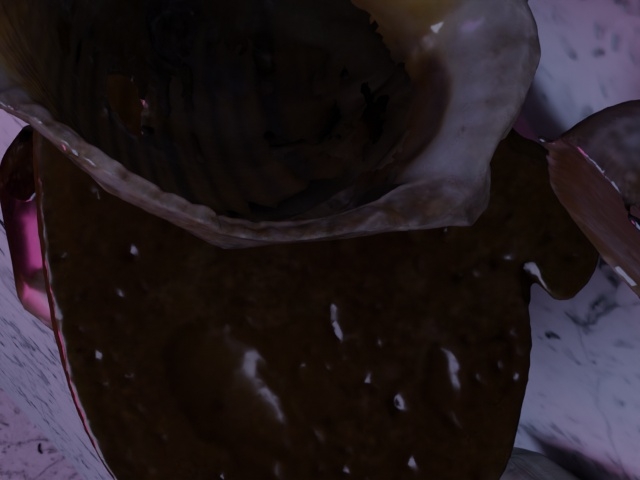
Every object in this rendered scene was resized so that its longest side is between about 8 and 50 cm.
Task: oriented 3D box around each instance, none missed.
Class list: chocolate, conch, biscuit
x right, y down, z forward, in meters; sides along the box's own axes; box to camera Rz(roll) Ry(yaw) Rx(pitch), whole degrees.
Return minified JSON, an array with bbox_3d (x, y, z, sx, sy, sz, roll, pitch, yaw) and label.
[{"bbox_3d":[0.217,0.029,0.733,0.261,0.083,0.161,49,178,10],"label":"chocolate"},{"bbox_3d":[-0.032,-0.098,0.716,0.186,0.324,0.263,101,154,-57],"label":"conch"},{"bbox_3d":[0.000,0.000,0.891,0.063,0.314,0.367,-106,9,-81],"label":"biscuit"}]

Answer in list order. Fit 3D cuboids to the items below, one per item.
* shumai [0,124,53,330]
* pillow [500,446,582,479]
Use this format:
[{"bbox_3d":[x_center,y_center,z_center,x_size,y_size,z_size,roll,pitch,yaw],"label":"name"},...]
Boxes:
[{"bbox_3d":[-0.068,0.051,1.004,0.283,0.346,0.217,25,-147,-34],"label":"shumai"},{"bbox_3d":[0.210,0.271,1.182,0.144,0.078,0.254,21,144,55],"label":"pillow"}]
